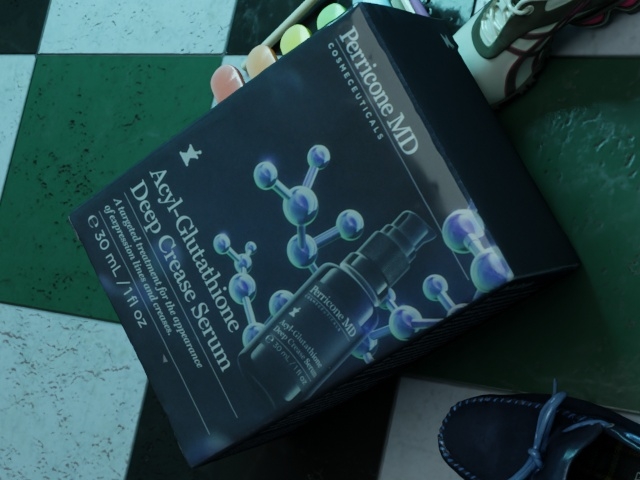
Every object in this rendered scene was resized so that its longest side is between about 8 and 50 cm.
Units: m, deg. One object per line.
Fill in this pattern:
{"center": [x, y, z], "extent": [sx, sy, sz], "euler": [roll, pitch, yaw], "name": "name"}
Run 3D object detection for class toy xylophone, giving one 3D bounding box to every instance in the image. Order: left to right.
{"center": [-0.011, -0.192, 1.535], "extent": [0.322, 0.081, 0.236], "euler": [-45, 55, 17], "name": "toy xylophone"}

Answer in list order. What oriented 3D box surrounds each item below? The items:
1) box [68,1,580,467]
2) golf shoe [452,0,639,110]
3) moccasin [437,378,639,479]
{"center": [0.000, 0.000, 1.339], "extent": [0.395, 0.212, 0.294], "euler": [-33, 78, 24], "name": "box"}
{"center": [0.200, -0.231, 1.369], "extent": [0.273, 0.120, 0.105], "euler": [-36, 59, 24], "name": "golf shoe"}
{"center": [0.246, 0.200, 1.203], "extent": [0.342, 0.117, 0.138], "euler": [9, 81, 37], "name": "moccasin"}
